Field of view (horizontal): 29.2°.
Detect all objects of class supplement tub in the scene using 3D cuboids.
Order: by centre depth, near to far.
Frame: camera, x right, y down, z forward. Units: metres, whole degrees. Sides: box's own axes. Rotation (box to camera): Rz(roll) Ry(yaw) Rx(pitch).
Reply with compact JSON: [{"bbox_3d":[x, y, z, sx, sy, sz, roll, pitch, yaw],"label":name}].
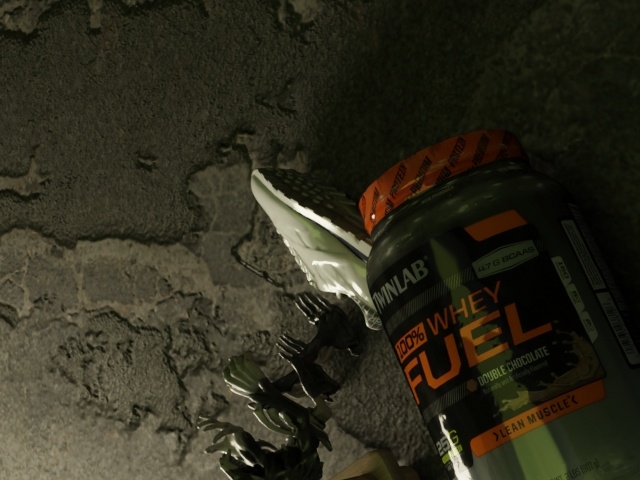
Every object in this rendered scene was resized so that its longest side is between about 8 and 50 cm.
[{"bbox_3d":[0.171,0.085,1.097,0.207,0.207,0.338,-36,68,34],"label":"supplement tub"}]

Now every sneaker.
[{"bbox_3d":[0.000,0.000,1.321,0.235,0.090,0.095,39,123,34],"label":"sneaker"}]

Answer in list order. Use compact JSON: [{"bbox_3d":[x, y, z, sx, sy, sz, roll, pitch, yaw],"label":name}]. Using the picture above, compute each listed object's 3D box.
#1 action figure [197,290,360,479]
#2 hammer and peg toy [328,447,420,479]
[{"bbox_3d":[-0.052,0.184,1.245,0.141,0.276,0.164,29,130,-5],"label":"action figure"},{"bbox_3d":[0.072,0.355,1.229,0.361,0.127,0.266,-40,66,32],"label":"hammer and peg toy"}]
